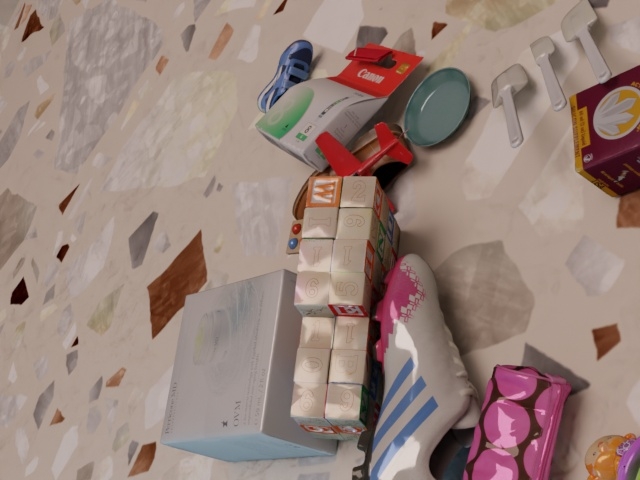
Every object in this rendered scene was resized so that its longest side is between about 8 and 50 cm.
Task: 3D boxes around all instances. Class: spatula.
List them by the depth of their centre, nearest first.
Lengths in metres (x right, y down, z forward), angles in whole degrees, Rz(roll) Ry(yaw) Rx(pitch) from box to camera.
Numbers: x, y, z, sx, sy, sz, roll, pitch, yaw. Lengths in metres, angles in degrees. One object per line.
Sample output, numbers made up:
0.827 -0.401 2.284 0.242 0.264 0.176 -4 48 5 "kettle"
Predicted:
0.273 -0.197 1.232 0.168 0.019 0.242 -37 22 23 "spatula"

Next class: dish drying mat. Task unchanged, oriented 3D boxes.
0.072 -0.280 1.540 0.032 0.008 0.083 -37 29 -22 "dish drying mat"

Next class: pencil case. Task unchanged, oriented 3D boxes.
0.207 0.234 1.079 0.098 0.095 0.209 -24 49 66 "pencil case"

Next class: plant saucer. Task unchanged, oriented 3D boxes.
0.166 -0.181 1.413 0.119 0.021 0.119 -27 51 39 "plant saucer"

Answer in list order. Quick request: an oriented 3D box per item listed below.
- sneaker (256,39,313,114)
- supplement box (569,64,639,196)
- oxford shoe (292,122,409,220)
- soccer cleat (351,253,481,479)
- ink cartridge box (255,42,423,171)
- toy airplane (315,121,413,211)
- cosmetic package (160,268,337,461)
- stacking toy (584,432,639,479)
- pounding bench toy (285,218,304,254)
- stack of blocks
-0.049 -0.261 1.687 0.144 0.053 0.059 -60 36 19 "sneaker"
0.371 -0.133 1.098 0.188 0.081 0.104 -24 53 40 "supplement box"
0.041 -0.077 1.464 0.212 0.076 0.076 -39 54 29 "oxford shoe"
0.133 0.170 1.207 0.143 0.116 0.331 -3 62 23 "soccer cleat"
0.023 -0.216 1.511 0.224 0.056 0.181 -49 31 -3 "ink cartridge box"
0.065 -0.101 1.401 0.151 0.151 0.028 -49 2 19 "toy airplane"
-0.090 0.180 1.420 0.225 0.138 0.224 -17 57 45 "cosmetic package"
0.333 0.224 0.910 0.175 0.166 0.302 -45 18 -11 "stacking toy"
0.000 0.000 1.470 0.083 0.065 0.052 -7 64 47 "pounding bench toy"
0.031 0.088 1.286 0.087 0.171 0.297 1 68 16 "stack of blocks"
